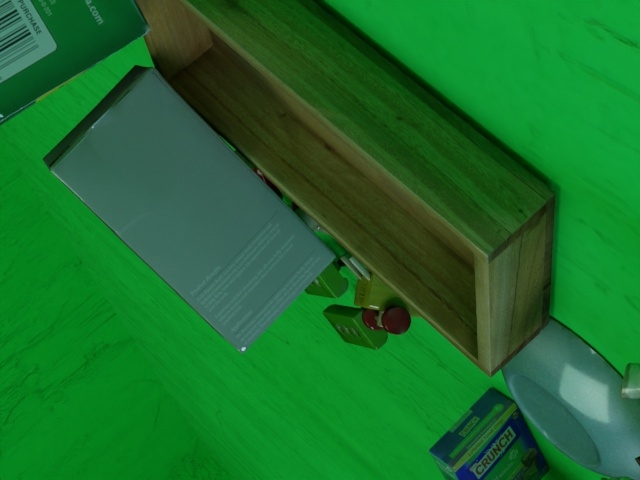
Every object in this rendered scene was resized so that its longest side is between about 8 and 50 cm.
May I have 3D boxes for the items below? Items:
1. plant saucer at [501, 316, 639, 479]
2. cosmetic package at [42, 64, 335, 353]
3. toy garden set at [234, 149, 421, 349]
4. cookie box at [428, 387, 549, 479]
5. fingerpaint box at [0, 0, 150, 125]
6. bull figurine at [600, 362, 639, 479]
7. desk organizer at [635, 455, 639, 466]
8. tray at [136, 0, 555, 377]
[{"bbox_3d":[0.203,0.137,1.133,0.195,0.037,0.195,46,166,15],"label":"plant saucer"},{"bbox_3d":[-0.115,-0.029,1.205,0.238,0.127,0.107,47,174,-14],"label":"cosmetic package"},{"bbox_3d":[0.000,0.000,1.370,0.244,0.049,0.204,53,167,-11],"label":"toy garden set"},{"bbox_3d":[0.164,0.213,1.333,0.040,0.092,0.107,27,154,50],"label":"cookie box"},{"bbox_3d":[-0.351,-0.345,1.157,0.445,0.163,0.371,61,169,-21],"label":"fingerpaint box"},{"bbox_3d":[0.270,0.183,0.873,0.188,0.101,0.310,11,145,13],"label":"bull figurine"},{"bbox_3d":[0.291,0.197,1.011,0.130,0.047,0.050,53,168,-15],"label":"desk organizer"},{"bbox_3d":[0.007,-0.088,1.069,0.411,0.076,0.203,41,163,25],"label":"tray"}]
